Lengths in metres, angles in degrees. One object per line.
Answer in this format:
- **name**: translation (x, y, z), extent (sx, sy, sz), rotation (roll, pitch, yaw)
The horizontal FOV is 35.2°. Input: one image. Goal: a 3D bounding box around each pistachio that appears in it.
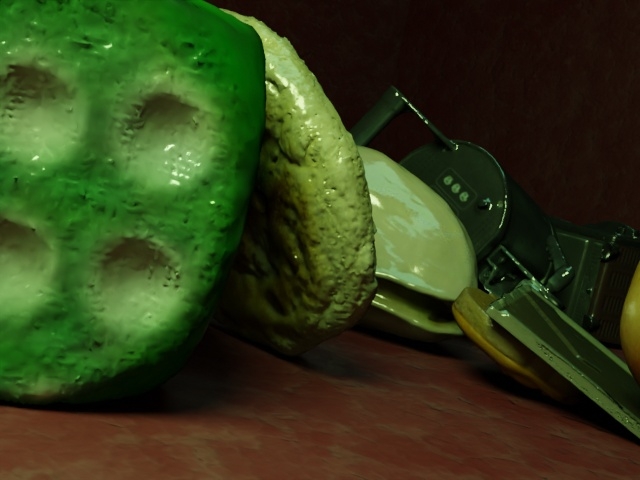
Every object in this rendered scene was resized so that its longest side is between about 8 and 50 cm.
- **pistachio**: translation (0.061, 0.008, 1.216), extent (0.332, 0.207, 0.226), rotation (36, 27, 29)

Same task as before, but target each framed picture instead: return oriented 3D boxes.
- **framed picture**: translation (0.277, 0.121, 1.071), extent (0.209, 0.019, 0.281), rotation (40, 12, 15)

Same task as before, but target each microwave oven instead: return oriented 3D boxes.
- **microwave oven**: translation (0.422, 0.055, 1.626), extent (0.178, 0.188, 0.247), rotation (9, 7, -33)

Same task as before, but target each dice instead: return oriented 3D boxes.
- **dice**: translation (-0.222, -0.057, 0.742), extent (0.297, 0.287, 0.300), rotation (11, 5, -22)

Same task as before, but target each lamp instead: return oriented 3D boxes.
- **lamp**: translation (0.202, -0.012, 1.428), extent (0.374, 0.205, 0.272), rotation (47, 8, 19)

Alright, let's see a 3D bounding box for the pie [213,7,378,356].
- **pie**: translation (-0.061, -0.048, 0.937), extent (0.075, 0.337, 0.337), rotation (-19, 23, -32)

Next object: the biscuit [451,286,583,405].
- **biscuit**: translation (0.204, 0.112, 1.068), extent (0.170, 0.050, 0.170), rotation (35, 12, -8)

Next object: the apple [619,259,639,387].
- **apple**: translation (0.413, 0.085, 0.951), extent (0.242, 0.242, 0.241), rotation (19, -10, 47)
